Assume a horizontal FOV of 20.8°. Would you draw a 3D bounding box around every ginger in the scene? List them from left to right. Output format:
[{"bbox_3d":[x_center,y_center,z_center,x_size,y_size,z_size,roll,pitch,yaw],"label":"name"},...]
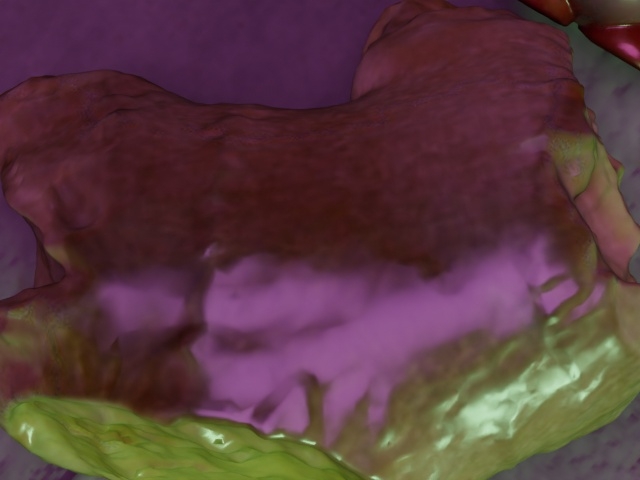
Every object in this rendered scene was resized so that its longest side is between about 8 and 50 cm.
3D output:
[{"bbox_3d":[0.000,0.000,0.655,0.276,0.130,0.221,19,77,9],"label":"ginger"}]

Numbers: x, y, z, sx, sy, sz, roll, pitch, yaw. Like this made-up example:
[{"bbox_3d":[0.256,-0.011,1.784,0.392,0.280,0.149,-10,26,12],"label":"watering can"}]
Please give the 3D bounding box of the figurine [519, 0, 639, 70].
[{"bbox_3d":[0.112,-0.114,0.675,0.083,0.067,0.071,24,103,-23],"label":"figurine"}]
